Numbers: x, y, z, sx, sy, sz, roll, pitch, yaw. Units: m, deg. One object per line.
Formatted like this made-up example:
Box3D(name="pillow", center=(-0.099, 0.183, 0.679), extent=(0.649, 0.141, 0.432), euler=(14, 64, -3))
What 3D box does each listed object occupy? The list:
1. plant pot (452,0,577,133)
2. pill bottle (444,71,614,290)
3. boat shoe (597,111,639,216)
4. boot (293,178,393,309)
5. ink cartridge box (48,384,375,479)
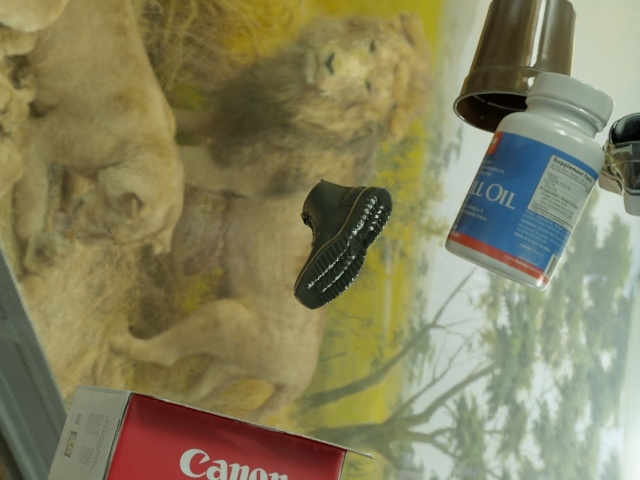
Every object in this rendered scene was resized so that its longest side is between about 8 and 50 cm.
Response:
Box3D(name="plant pot", center=(0.285, -0.250, 1.069), extent=(0.167, 0.167, 0.165), euler=(48, 54, -75))
Box3D(name="pill bottle", center=(0.237, -0.066, 0.843), extent=(0.221, 0.124, 0.124), euler=(-66, 169, 1))
Box3D(name="boat shoe", center=(0.397, -0.109, 0.938), extent=(0.301, 0.108, 0.102), euler=(-40, 119, -68))
Box3D(name="boot", center=(0.000, 0.000, 1.075), extent=(0.198, 0.137, 0.077), euler=(-50, 129, -20))
Box3D(name="ink cartridge box", center=(-0.136, 0.280, 0.935), extent=(0.272, 0.309, 0.130), euler=(-13, -121, 56))
